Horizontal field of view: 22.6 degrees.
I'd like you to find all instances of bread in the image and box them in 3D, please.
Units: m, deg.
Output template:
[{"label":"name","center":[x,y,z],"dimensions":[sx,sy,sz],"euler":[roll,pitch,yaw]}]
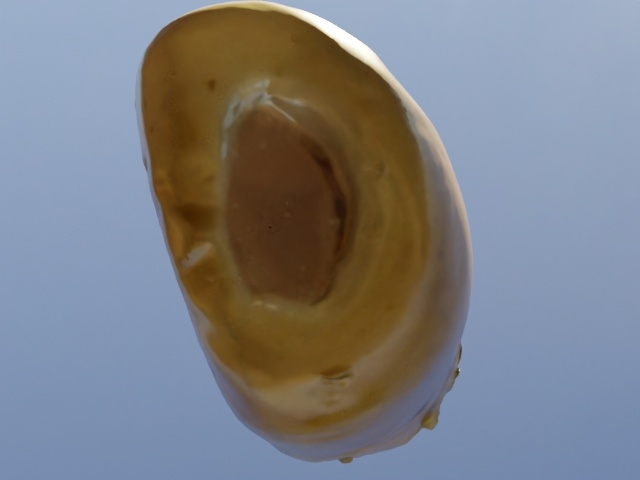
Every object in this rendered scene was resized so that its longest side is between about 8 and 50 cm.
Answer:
[{"label":"bread","center":[0.002,0.000,0.507],"dimensions":[0.085,0.134,0.173],"euler":[-17,170,1]}]
